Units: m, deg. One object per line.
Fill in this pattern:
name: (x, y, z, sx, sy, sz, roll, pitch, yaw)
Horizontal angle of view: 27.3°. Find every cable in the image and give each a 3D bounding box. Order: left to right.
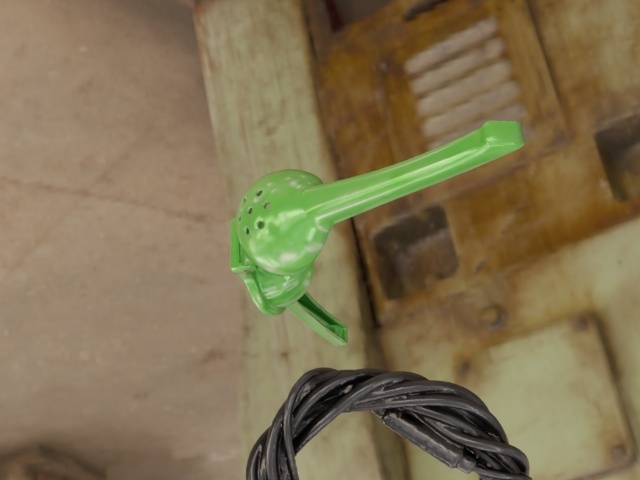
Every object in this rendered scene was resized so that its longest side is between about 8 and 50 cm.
cable: (0.044, 0.147, 0.754, 0.150, 0.047, 0.184, -27, 110, 13)

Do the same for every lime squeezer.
lime squeezer: (0.000, 0.000, 0.731, 0.109, 0.059, 0.310, -13, 162, -20)
